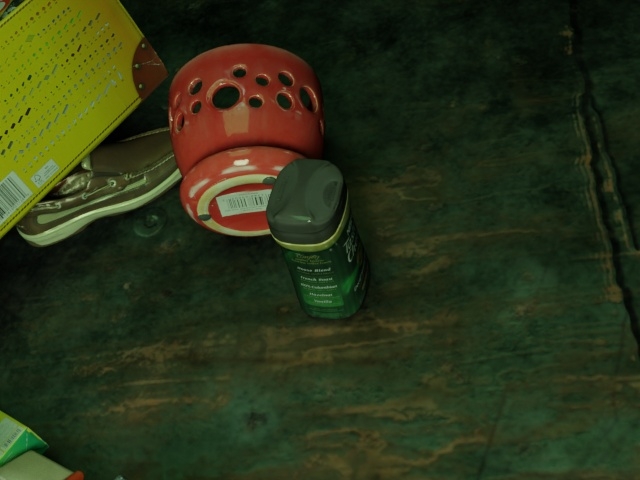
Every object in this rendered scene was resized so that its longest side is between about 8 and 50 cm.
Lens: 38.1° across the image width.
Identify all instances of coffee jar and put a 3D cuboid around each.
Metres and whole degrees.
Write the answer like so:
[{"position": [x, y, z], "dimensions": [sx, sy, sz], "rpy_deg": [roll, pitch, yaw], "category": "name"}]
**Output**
[{"position": [0.000, 0.000, 0.996], "dimensions": [0.079, 0.184, 0.096], "rpy_deg": [4, 55, 18], "category": "coffee jar"}]

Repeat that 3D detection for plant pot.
[{"position": [-0.085, -0.108, 1.106], "dimensions": [0.191, 0.191, 0.174], "rpy_deg": [-10, 61, 7], "category": "plant pot"}]

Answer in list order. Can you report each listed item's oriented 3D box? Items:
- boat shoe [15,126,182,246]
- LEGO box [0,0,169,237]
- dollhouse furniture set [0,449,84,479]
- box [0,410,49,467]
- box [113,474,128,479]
[{"position": [-0.281, -0.085, 1.193], "dimensions": [0.257, 0.095, 0.095], "rpy_deg": [-32, 52, -10], "category": "boat shoe"}, {"position": [-0.495, -0.133, 1.162], "dimensions": [0.372, 0.193, 0.500], "rpy_deg": [15, 57, 47], "category": "LEGO box"}, {"position": [-0.314, 0.304, 0.826], "dimensions": [0.135, 0.262, 0.259], "rpy_deg": [25, 32, 27], "category": "dollhouse furniture set"}, {"position": [-0.379, 0.226, 0.996], "dimensions": [0.179, 0.043, 0.105], "rpy_deg": [14, 57, 44], "category": "box"}, {"position": [-0.184, 0.360, 0.789], "dimensions": [0.142, 0.163, 0.247], "rpy_deg": [31, 67, 28], "category": "box"}]
